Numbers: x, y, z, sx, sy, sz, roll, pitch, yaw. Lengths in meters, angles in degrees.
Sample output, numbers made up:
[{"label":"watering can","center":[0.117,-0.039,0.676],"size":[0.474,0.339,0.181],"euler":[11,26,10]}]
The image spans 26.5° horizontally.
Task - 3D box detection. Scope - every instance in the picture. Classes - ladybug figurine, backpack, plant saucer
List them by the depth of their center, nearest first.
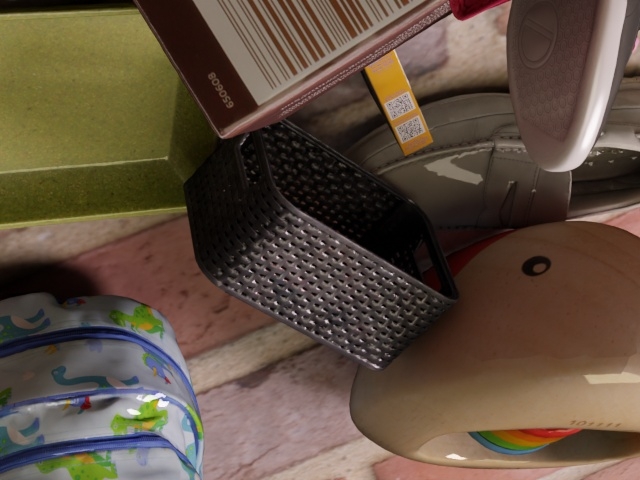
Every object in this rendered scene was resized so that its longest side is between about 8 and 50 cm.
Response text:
[{"label":"plant saucer","center":[-0.162,-0.095,0.944],"size":[0.188,0.045,0.188],"euler":[-6,136,-19]},{"label":"backpack","center":[-0.214,0.200,1.106],"size":[0.290,0.273,0.355],"euler":[2,121,-18]},{"label":"ladybug figurine","center":[0.177,0.097,1.139],"size":[0.305,0.161,0.449],"euler":[3,165,-10]}]

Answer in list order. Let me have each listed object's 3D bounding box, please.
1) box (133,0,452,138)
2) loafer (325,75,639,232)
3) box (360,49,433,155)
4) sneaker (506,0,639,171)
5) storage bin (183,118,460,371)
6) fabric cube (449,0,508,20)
[{"label":"box","center":[-0.016,-0.173,0.771],"size":[0.168,0.167,0.203],"euler":[-32,-177,8]},{"label":"loafer","center":[0.163,-0.056,1.089],"size":[0.320,0.111,0.112],"euler":[-14,138,-12]},{"label":"box","center":[0.039,-0.132,0.973],"size":[0.028,0.081,0.136],"euler":[-25,140,1]},{"label":"sneaker","center":[0.211,-0.181,0.878],"size":[0.147,0.104,0.295],"euler":[11,84,-29]},{"label":"storage bin","center":[0.000,0.000,0.974],"size":[0.180,0.122,0.084],"euler":[31,116,-31]},{"label":"fabric cube","center":[0.173,-0.284,0.614],"size":[0.254,0.259,0.258],"euler":[-16,-169,47]}]
